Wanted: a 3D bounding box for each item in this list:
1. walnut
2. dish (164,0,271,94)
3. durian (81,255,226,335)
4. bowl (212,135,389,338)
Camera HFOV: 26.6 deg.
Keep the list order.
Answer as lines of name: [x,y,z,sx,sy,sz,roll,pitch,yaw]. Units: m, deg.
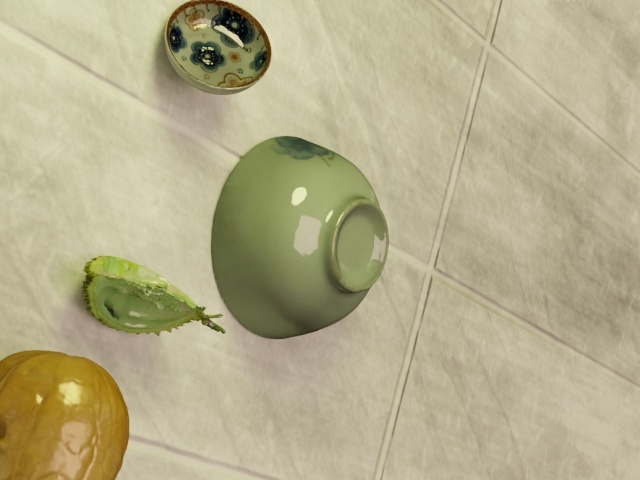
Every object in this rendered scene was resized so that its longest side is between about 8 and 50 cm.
walnut: [-0.311,0.229,1.482,0.193,0.193,0.226,37,75,-46]
dish: [-0.140,-0.232,1.731,0.141,0.078,0.141,10,60,-17]
durian: [-0.215,0.074,1.649,0.215,0.100,0.086,24,79,-42]
bowl: [0.000,0.000,1.865,0.289,0.146,0.289,-7,99,-50]
